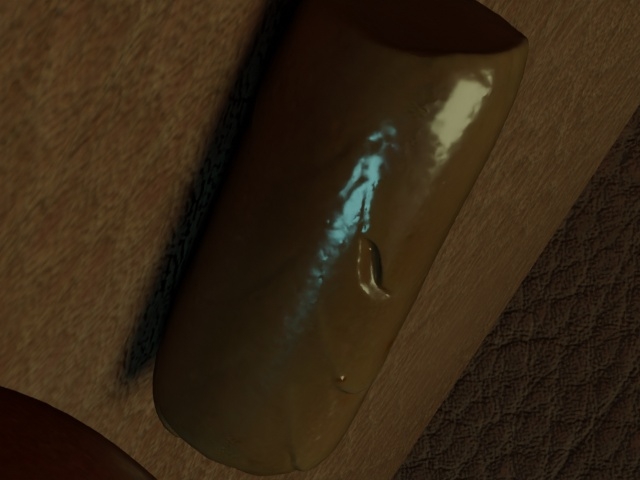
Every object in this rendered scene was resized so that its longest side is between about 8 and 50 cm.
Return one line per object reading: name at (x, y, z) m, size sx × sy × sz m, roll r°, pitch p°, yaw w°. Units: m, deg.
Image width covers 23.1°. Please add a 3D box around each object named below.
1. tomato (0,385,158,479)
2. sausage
tomato at (-0.141, 0.179, 0.545) m, size 0.256 × 0.224 × 0.256 m, roll -43°, pitch 147°, yaw -37°
sausage at (0.000, 0.001, 0.824) m, size 0.121 × 0.121 × 0.304 m, roll -38°, pitch 158°, yaw -53°
